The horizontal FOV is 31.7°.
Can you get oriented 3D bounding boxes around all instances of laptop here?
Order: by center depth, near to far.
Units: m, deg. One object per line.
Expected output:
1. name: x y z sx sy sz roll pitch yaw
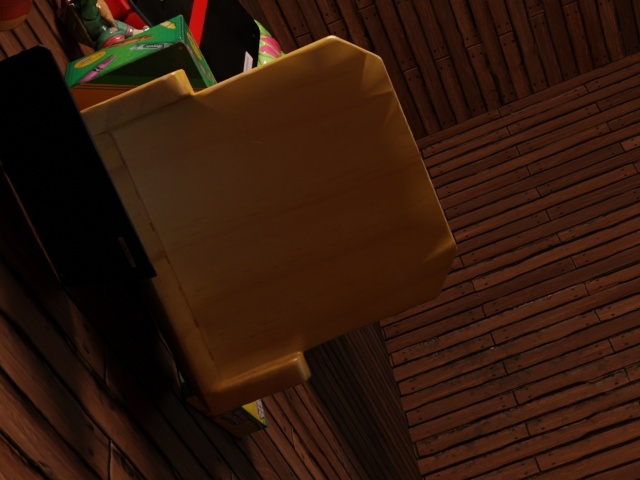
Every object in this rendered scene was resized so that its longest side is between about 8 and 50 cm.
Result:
1. laptop: -0.240 -0.088 1.139 0.264 0.136 0.234 -70 139 -71

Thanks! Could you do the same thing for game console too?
1. game console: -0.221 -0.359 1.799 0.342 0.060 0.387 48 25 -30

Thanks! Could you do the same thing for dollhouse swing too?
1. dollhouse swing: -0.068 -0.038 1.265 0.347 0.305 0.315 66 -12 -9

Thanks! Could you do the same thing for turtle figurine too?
1. turtle figurine: -0.294 -0.318 1.490 0.234 0.118 0.175 54 -15 18

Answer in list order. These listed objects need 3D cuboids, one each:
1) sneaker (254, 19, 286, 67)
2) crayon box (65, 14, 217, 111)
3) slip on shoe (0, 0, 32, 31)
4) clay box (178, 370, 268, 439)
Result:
1. sneaker: -0.153 -0.317 2.259 0.185 0.202 0.483 51 6 -10
2. crayon box: -0.197 -0.138 1.489 0.081 0.165 0.278 -102 167 -53
3. slip on shoe: -0.366 -0.353 1.181 0.101 0.123 0.331 113 -39 -52
4. clay box: -0.131 0.180 1.507 0.222 0.053 0.127 53 18 -61
